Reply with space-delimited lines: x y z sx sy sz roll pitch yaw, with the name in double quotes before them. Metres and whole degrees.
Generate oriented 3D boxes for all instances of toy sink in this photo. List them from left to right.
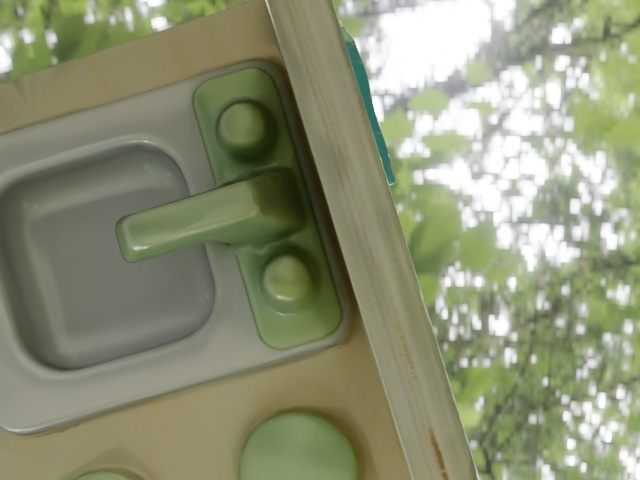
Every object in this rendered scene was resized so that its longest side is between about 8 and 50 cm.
"toy sink" -0.037 0.022 0.533 0.131 0.234 0.153 -18 -94 1

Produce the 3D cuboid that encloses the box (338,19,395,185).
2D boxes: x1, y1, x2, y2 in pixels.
"box" -0.086 -0.049 1.088 0.244 0.100 0.060 -19 -156 -4
